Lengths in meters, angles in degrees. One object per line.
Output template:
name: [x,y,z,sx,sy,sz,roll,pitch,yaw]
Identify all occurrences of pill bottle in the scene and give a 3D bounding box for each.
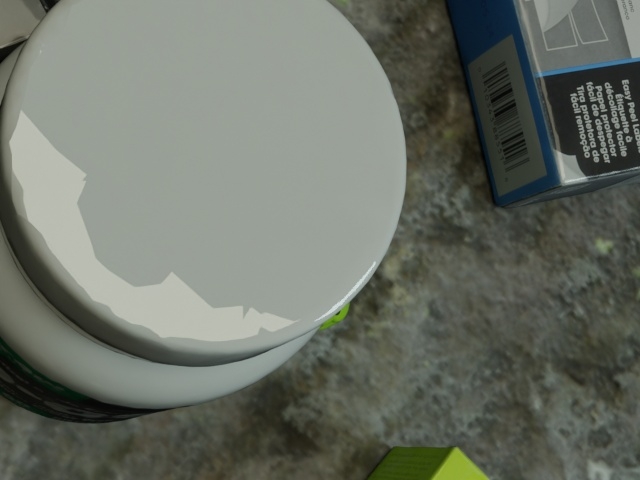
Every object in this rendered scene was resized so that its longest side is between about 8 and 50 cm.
pill bottle: [-0.100,-0.007,0.641,0.204,0.361,0.204,4,78,-18]

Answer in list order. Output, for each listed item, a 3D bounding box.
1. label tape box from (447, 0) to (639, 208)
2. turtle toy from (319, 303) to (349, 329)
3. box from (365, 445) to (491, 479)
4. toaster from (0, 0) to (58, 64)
label tape box: [0.278,-0.176,0.945,0.333,0.106,0.241,-11,84,-21]
turtle toy: [0.000,0.000,0.833,0.095,0.066,0.130,9,77,-17]
box: [0.027,0.214,0.777,0.042,0.109,0.178,45,69,-8]
toaster: [-0.245,-0.162,0.725,0.110,0.168,0.186,-31,91,-21]
